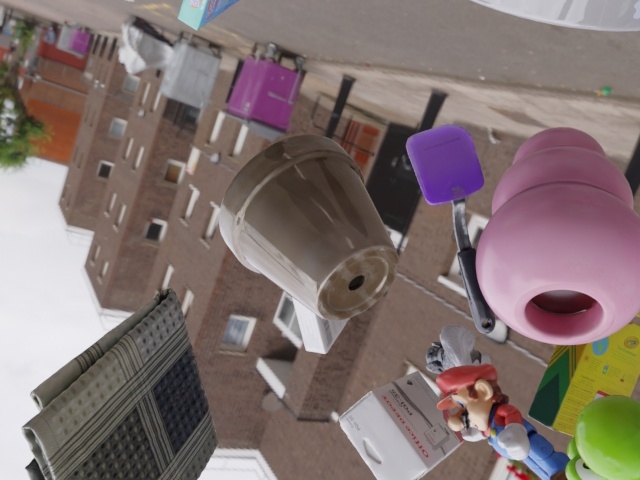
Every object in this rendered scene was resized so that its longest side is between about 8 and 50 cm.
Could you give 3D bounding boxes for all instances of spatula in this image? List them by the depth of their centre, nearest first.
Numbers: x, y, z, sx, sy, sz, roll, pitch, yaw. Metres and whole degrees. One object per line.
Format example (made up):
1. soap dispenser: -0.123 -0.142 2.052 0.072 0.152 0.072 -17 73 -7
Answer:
1. spatula: 0.189 -0.006 0.818 0.084 0.296 0.030 -19 -160 -1

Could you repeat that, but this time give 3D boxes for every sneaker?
1. sneaker: 0.333 0.295 1.618 0.153 0.101 0.268 0 148 38

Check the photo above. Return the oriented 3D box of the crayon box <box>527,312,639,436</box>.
1. crayon box: 0.613 0.283 1.385 0.202 0.319 0.081 25 178 -25

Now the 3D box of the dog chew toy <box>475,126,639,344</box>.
1. dog chew toy: 0.317 -0.028 0.823 0.206 0.207 0.332 20 -133 -1

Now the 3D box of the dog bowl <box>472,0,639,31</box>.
1. dog bowl: 0.217 -0.307 0.560 0.348 0.102 0.349 4 -133 -4

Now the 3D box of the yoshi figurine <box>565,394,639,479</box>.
1. yoshi figurine: 0.476 0.265 0.759 0.362 0.203 0.203 -11 -176 33

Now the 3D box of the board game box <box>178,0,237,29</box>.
1. board game box: -0.183 -0.511 1.180 0.047 0.160 0.210 31 -140 -3

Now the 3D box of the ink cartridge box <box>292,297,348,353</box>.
1. ink cartridge box: 0.018 0.096 1.602 0.066 0.296 0.261 4 -149 29

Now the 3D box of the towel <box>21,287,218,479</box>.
1. towel: -0.267 0.277 0.884 0.056 0.312 0.324 -1 -156 22

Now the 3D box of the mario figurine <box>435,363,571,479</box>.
1. mario figurine: 0.340 0.385 1.218 0.170 0.198 0.320 -13 -135 -41

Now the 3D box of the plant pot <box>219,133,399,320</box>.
1. plant pot: 0.000 0.000 1.238 0.323 0.323 0.280 11 -149 -46

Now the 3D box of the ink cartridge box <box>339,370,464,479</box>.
1. ink cartridge box: 0.200 0.438 1.447 0.207 0.117 0.283 52 -158 20
